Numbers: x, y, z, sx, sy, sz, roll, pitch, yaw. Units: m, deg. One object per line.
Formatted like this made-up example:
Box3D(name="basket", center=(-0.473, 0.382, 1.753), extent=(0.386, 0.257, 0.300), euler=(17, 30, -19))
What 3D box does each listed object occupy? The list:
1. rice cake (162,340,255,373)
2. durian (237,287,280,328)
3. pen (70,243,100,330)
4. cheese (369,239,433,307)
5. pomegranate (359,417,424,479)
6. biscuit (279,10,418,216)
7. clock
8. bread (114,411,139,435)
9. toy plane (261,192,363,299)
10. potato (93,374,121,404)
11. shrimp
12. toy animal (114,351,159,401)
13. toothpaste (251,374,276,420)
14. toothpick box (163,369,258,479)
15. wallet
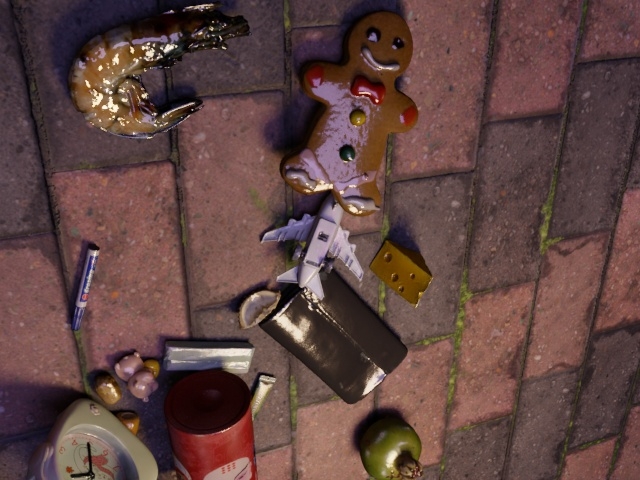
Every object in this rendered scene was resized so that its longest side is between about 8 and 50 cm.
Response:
Box3D(name="rice cake", center=(-0.272, 0.283, 1.632), extent=(0.222, 0.042, 0.080), euler=(6, 117, -27))
Box3D(name="durian", center=(-0.153, 0.155, 1.605), extent=(0.130, 0.066, 0.052), euler=(-44, 125, -9))
Box3D(name="pen", center=(-0.507, 0.104, 1.450), extent=(0.025, 0.025, 0.204), euler=(9, 111, -27))
Box3D(name="cheese", center=(0.220, 0.089, 1.666), extent=(0.126, 0.171, 0.093), euler=(23, 104, -30))
Box3D(name="pomegranate", center=(0.214, 0.592, 1.908), extent=(0.179, 0.210, 0.179), euler=(12, 70, -37))
Box3D(name="biscuit", center=(0.080, -0.280, 1.437), extent=(0.283, 0.064, 0.432), euler=(20, 97, -21))
Box3D(name="clock", center=(-0.506, 0.511, 1.453), extent=(0.108, 0.324, 0.265), euler=(-39, 99, 15))
Box3D(name="bread", center=(-0.477, 0.467, 1.634), extent=(0.062, 0.049, 0.103), euler=(12, 108, -28))
Box3D(name="toy plane", center=(0.000, 0.001, 1.553), extent=(0.251, 0.101, 0.255), euler=(22, 93, -5))
Box3D(name="potato", center=(-0.495, 0.346, 1.570), extent=(0.051, 0.040, 0.083), euler=(-18, 121, 0))
Box3D(name="shrimp", center=(-0.299, -0.322, 1.304), extent=(0.365, 0.071, 0.233), euler=(-22, 131, -12))
Box3D(name="toy animal", center=(-0.415, 0.316, 1.564), extent=(0.091, 0.082, 0.114), euler=(-28, 122, -9))
Box3D(name="toothpaste", center=(-0.177, 0.438, 1.759), extent=(0.049, 0.031, 0.204), euler=(19, 104, -30))
Box3D(name="toothpick box", center=(-0.258, 0.503, 1.634), extent=(0.204, 0.204, 0.333), euler=(-13, 127, -17))
Box3D(name="wallet", center=(0.043, 0.248, 1.736), extent=(0.228, 0.062, 0.406), euler=(-42, 124, 1))
